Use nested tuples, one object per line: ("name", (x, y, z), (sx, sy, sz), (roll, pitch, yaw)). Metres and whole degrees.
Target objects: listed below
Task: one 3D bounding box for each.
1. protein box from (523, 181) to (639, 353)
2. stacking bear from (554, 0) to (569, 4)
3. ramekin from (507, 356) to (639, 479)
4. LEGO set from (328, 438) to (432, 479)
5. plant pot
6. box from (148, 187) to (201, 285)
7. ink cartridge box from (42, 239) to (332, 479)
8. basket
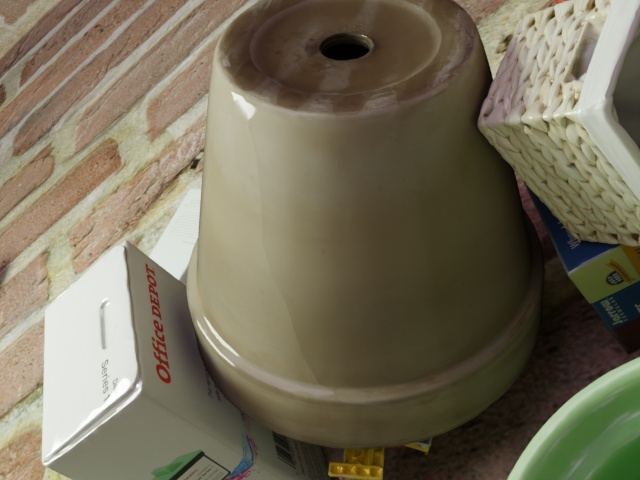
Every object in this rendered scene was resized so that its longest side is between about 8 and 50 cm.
("protein box", (0.293, -0.054, 0.691), (0.201, 0.136, 0.200), (-31, 40, 19))
("stacking bear", (0.390, -0.313, 0.825), (0.289, 0.175, 0.164), (-37, 36, 1))
("ramekin", (0.258, 0.220, 0.461), (0.303, 0.148, 0.304), (-27, 42, 27))
("LEGO set", (0.086, 0.150, 0.769), (0.132, 0.107, 0.287), (24, 66, 15))
("plant pot", (0.032, -0.044, 0.666), (0.323, 0.280, 0.323), (-3, 44, 3))
("box", (-0.139, 0.039, 1.028), (0.091, 0.130, 0.171), (9, 63, 46))
("ink cartridge box", (-0.125, 0.162, 0.783), (0.117, 0.278, 0.201), (-38, 38, 11))
("basket", (0.200, -0.079, 0.557), (0.103, 0.167, 0.113), (3, 60, 49))
